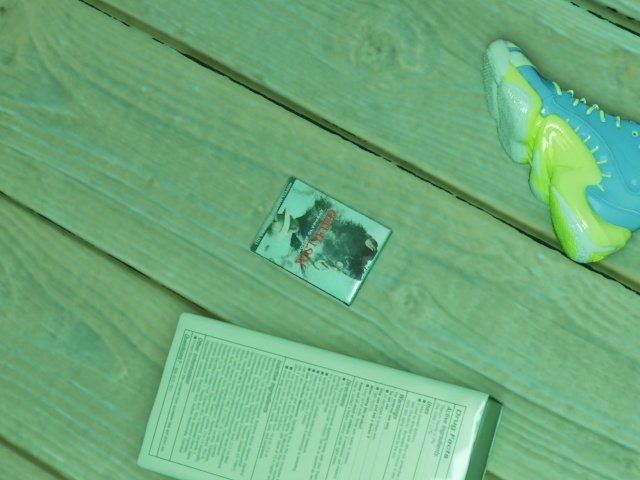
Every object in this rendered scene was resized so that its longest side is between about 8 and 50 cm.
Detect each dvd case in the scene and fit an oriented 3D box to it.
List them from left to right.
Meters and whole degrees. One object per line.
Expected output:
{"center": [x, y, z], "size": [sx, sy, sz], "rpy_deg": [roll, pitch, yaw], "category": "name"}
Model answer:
{"center": [0.000, 0.000, 1.748], "size": [0.119, 0.013, 0.087], "rpy_deg": [30, 88, 18], "category": "dvd case"}

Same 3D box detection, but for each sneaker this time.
{"center": [0.248, -0.098, 1.680], "size": [0.126, 0.091, 0.240], "rpy_deg": [-20, 75, -9], "category": "sneaker"}

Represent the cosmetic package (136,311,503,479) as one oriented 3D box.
{"center": [0.001, 0.184, 1.663], "size": [0.309, 0.113, 0.160], "rpy_deg": [15, 84, 15], "category": "cosmetic package"}
